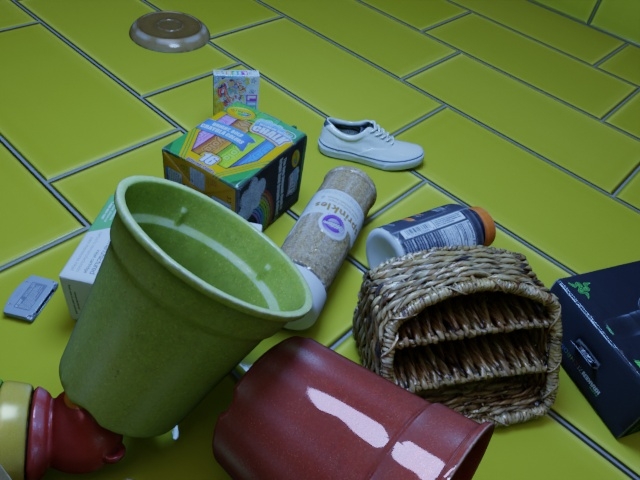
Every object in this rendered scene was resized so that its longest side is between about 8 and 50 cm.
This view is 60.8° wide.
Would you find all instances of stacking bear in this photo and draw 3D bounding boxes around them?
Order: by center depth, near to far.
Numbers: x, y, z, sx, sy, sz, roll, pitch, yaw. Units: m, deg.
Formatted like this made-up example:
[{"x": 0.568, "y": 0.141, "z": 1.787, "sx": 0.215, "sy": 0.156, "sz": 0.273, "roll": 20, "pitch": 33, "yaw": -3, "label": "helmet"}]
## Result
[{"x": -0.396, "y": 0.242, "z": 0.682, "sx": 0.289, "sy": 0.164, "sz": 0.175, "roll": 3, "pitch": 19, "yaw": -22, "label": "stacking bear"}]

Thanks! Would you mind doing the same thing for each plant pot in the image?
[{"x": 0.027, "y": 0.269, "z": 0.674, "sx": 0.265, "sy": 0.272, "sz": 0.272, "roll": 29, "pitch": 47, "yaw": 28, "label": "plant pot"}, {"x": -0.193, "y": 0.100, "z": 0.706, "sx": 0.276, "sy": 0.254, "sz": 0.276, "roll": 33, "pitch": 14, "yaw": -9, "label": "plant pot"}, {"x": -0.448, "y": -0.630, "z": 1.625, "sx": 0.236, "sy": 0.032, "sz": 0.236, "roll": 5, "pitch": 46, "yaw": -6, "label": "plant pot"}]

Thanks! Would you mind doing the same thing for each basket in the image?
[{"x": 0.222, "y": 0.150, "z": 0.843, "sx": 0.299, "sy": 0.213, "sz": 0.223, "roll": -4, "pitch": 46, "yaw": -13, "label": "basket"}]

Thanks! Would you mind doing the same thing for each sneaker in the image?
[{"x": 0.124, "y": -0.232, "z": 1.291, "sx": 0.258, "sy": 0.091, "sz": 0.094, "roll": 7, "pitch": 45, "yaw": -3, "label": "sneaker"}]

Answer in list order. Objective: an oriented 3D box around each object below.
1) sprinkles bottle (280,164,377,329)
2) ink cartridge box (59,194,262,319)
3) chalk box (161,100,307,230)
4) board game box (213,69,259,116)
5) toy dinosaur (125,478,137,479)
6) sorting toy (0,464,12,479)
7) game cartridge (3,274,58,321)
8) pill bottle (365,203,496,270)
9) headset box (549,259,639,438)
[{"x": 0.000, "y": 0.000, "z": 1.018, "sx": 0.121, "sy": 0.121, "sz": 0.355, "roll": 20, "pitch": 45, "yaw": 10, "label": "sprinkles bottle"}, {"x": -0.252, "y": 0.050, "z": 0.924, "sx": 0.278, "sy": 0.117, "sz": 0.201, "roll": 11, "pitch": 45, "yaw": 0, "label": "ink cartridge box"}, {"x": -0.149, "y": -0.145, "z": 1.096, "sx": 0.179, "sy": 0.180, "sz": 0.289, "roll": 28, "pitch": 46, "yaw": 17, "label": "chalk box"}, {"x": -0.199, "y": -0.323, "z": 1.278, "sx": 0.103, "sy": 0.154, "sz": 0.026, "roll": -4, "pitch": 46, "yaw": -13, "label": "board game box"}, {"x": -0.179, "y": 0.344, "z": 0.641, "sx": 0.092, "sy": 0.053, "sz": 0.183, "roll": -13, "pitch": 48, "yaw": -20, "label": "toy dinosaur"}, {"x": -0.417, "y": 0.337, "z": 0.526, "sx": 0.089, "sy": 0.257, "sz": 0.255, "roll": 20, "pitch": 43, "yaw": 34, "label": "sorting toy"}, {"x": -0.484, "y": 0.096, "z": 0.909, "sx": 0.056, "sy": 0.017, "sz": 0.083, "roll": 16, "pitch": 45, "yaw": 1, "label": "game cartridge"}, {"x": 0.220, "y": 0.006, "z": 1.046, "sx": 0.245, "sy": 0.130, "sz": 0.130, "roll": -18, "pitch": 51, "yaw": -26, "label": "pill bottle"}, {"x": 0.549, "y": 0.171, "z": 0.940, "sx": 0.283, "sy": 0.131, "sz": 0.246, "roll": -9, "pitch": 47, "yaw": -18, "label": "headset box"}]
